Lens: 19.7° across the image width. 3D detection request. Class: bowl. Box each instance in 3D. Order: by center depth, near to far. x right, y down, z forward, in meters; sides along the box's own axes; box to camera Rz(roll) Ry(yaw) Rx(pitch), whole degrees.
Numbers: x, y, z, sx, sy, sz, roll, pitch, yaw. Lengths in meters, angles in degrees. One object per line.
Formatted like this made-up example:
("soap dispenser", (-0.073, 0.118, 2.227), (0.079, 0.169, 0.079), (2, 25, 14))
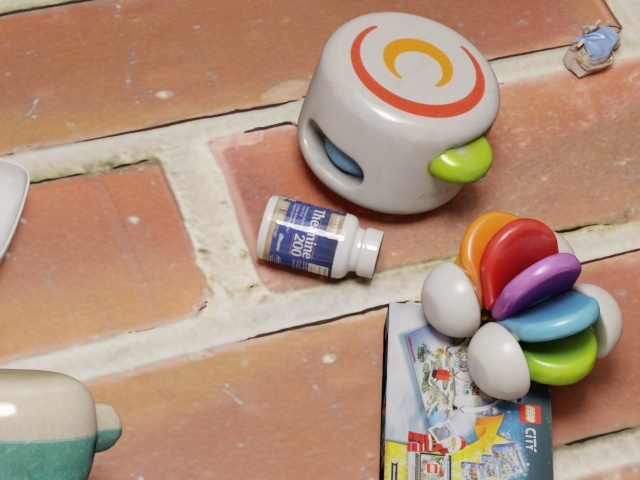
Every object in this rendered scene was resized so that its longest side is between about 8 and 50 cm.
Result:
("bowl", (-0.368, -0.022, 1.829), (0.142, 0.053, 0.142), (13, 51, 1))

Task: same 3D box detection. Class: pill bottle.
("pill bottle", (0.000, 0.000, 1.851), (0.120, 0.067, 0.067), (14, 52, 4))

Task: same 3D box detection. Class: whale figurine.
("whale figurine", (-0.280, 0.180, 1.592), (0.216, 0.272, 0.141), (2, 88, -7))

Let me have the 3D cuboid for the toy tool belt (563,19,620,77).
("toy tool belt", (0.313, -0.223, 2.077), (0.083, 0.051, 0.052), (-34, 63, -29))

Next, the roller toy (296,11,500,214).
("roller toy", (0.078, -0.130, 1.914), (0.191, 0.146, 0.209), (13, 45, -8))

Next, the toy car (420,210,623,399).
("toy car", (0.196, 0.049, 1.736), (0.159, 0.136, 0.182), (-21, 57, -23))

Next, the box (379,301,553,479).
("box", (0.138, 0.170, 1.749), (0.159, 0.044, 0.233), (7, 51, -3))
